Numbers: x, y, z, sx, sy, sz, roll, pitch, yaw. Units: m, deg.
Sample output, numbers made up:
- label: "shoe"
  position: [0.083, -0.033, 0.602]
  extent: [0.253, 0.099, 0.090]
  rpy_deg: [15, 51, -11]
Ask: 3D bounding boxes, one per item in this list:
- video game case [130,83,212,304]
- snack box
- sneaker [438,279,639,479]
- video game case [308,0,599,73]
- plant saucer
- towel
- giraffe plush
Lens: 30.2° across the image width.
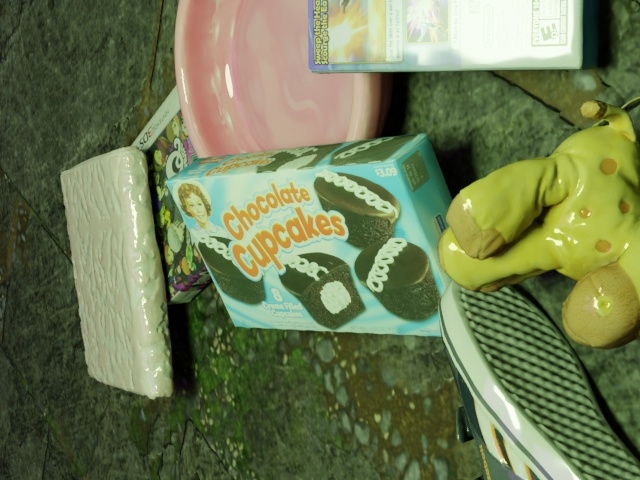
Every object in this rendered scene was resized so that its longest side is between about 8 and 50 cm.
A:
- label: "video game case"
  position: [-0.176, -0.060, 1.548]
  extent: [0.210, 0.042, 0.232]
  rpy_deg: [-40, 63, 53]
- label: "snack box"
  position: [0.000, 0.000, 1.173]
  extent: [0.322, 0.060, 0.187]
  rpy_deg: [-2, 119, 45]
- label: "sneaker"
  position: [0.177, 0.180, 0.995]
  extent: [0.127, 0.126, 0.321]
  rpy_deg: [-55, 53, 37]
- label: "video game case"
  position: [0.107, -0.276, 0.990]
  extent: [0.244, 0.061, 0.269]
  rpy_deg: [3, 99, 27]
- label: "plant saucer"
  position: [-0.035, -0.184, 1.263]
  extent: [0.332, 0.084, 0.332]
  rpy_deg: [18, 114, 47]
- label: "towel"
  position: [-0.288, 0.046, 1.678]
  extent: [0.317, 0.053, 0.331]
  rpy_deg: [-4, 94, 64]
- label: "giraffe plush"
  position: [0.217, 0.011, 0.910]
  extent: [0.210, 0.181, 0.170]
  rpy_deg: [-38, 70, 13]
